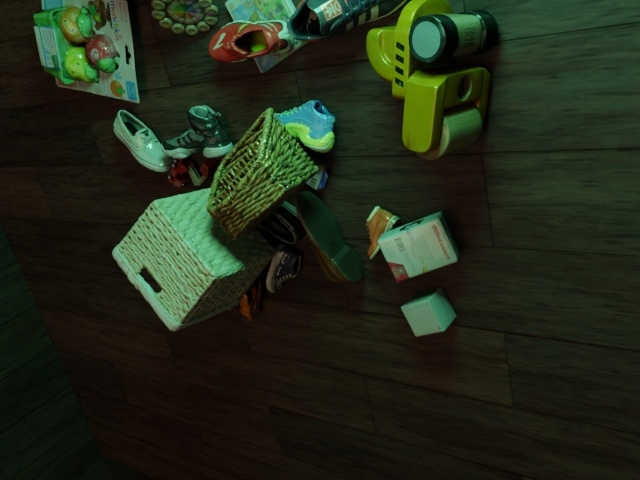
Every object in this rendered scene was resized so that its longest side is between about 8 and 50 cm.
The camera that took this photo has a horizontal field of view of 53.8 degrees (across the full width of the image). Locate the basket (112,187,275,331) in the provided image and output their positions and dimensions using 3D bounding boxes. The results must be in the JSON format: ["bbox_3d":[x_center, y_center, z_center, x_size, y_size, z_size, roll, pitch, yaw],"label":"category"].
[{"bbox_3d":[-0.380,0.043,1.918,0.328,0.331,0.266,49,122,13],"label":"basket"}]

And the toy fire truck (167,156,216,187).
[{"bbox_3d":[-0.427,-0.226,2.084,0.135,0.047,0.192,39,138,3],"label":"toy fire truck"}]

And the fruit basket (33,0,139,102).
[{"bbox_3d":[-0.749,-0.621,2.027,0.353,0.165,0.327,20,126,24],"label":"fruit basket"}]

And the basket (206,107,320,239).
[{"bbox_3d":[-0.197,-0.168,1.699,0.223,0.213,0.299,52,133,-2],"label":"basket"}]

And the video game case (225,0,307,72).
[{"bbox_3d":[-0.142,-0.581,1.672,0.193,0.023,0.212,-20,102,43],"label":"video game case"}]

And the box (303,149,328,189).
[{"bbox_3d":[-0.034,-0.206,1.810,0.136,0.028,0.081,33,131,15],"label":"box"}]

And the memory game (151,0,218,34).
[{"bbox_3d":[-0.373,-0.627,1.739,0.186,0.186,0.012,-23,62,43],"label":"memory game"}]

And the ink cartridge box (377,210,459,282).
[{"bbox_3d":[0.258,0.017,1.648,0.175,0.072,0.127,-21,102,23],"label":"ink cartridge box"}]

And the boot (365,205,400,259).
[{"bbox_3d":[0.156,-0.020,1.754,0.085,0.059,0.158,36,124,20],"label":"boot"}]

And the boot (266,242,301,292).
[{"bbox_3d":[-0.116,0.105,2.026,0.086,0.069,0.190,30,128,25],"label":"boot"}]

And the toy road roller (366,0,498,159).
[{"bbox_3d":[0.230,-0.364,1.399,0.241,0.202,0.329,23,123,41],"label":"toy road roller"}]

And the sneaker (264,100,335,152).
[{"bbox_3d":[-0.052,-0.334,1.722,0.240,0.091,0.126,27,111,23],"label":"sneaker"}]

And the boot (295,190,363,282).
[{"bbox_3d":[0.000,0.000,1.857,0.115,0.112,0.305,-19,105,54],"label":"boot"}]

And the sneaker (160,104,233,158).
[{"bbox_3d":[-0.396,-0.341,1.964,0.269,0.101,0.153,5,117,29],"label":"sneaker"}]

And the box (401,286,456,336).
[{"bbox_3d":[0.299,0.198,1.746,0.101,0.087,0.102,-20,102,43],"label":"box"}]

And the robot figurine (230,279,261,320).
[{"bbox_3d":[-0.285,0.126,2.160,0.211,0.085,0.291,19,126,28],"label":"robot figurine"}]

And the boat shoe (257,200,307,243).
[{"bbox_3d":[-0.175,-0.085,1.934,0.306,0.105,0.113,37,132,15],"label":"boat shoe"}]

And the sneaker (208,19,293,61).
[{"bbox_3d":[-0.206,-0.524,1.655,0.279,0.118,0.107,1,115,38],"label":"sneaker"}]

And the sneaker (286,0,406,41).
[{"bbox_3d":[0.064,-0.545,1.446,0.350,0.148,0.131,-19,103,43],"label":"sneaker"}]

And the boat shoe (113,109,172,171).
[{"bbox_3d":[-0.596,-0.339,2.126,0.267,0.096,0.088,46,139,18],"label":"boat shoe"}]
